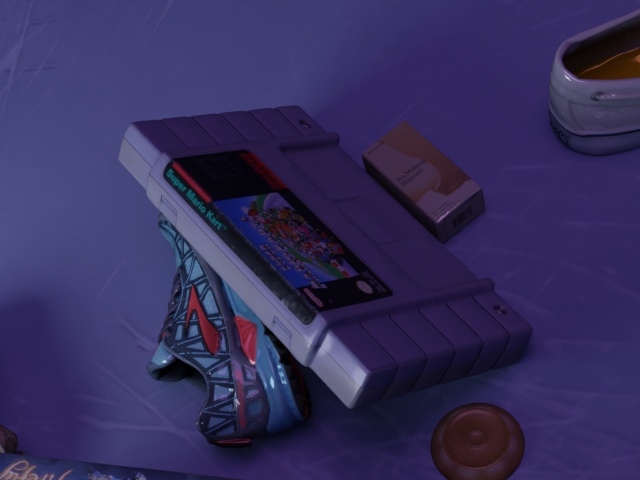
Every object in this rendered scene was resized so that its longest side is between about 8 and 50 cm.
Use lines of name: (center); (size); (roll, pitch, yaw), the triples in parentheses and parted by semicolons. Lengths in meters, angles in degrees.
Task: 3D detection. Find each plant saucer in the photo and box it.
plant saucer: (0.138, 0.177, 1.532); (0.083, 0.015, 0.083); (-5, 58, 8)

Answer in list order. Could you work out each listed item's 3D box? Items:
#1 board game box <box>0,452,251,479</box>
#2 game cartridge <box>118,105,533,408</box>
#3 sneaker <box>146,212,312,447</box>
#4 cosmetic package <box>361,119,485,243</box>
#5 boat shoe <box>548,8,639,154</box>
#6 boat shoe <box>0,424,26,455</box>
board game box: (-0.146, 0.241, 1.457); (0.243, 0.165, 0.042); (4, 59, 14)
game cartridge: (0.000, 0.000, 1.571); (0.230, 0.068, 0.355); (-6, 42, -48)
sneaker: (-0.112, 0.074, 1.594); (0.125, 0.104, 0.262); (-27, 56, -3)
cosmetic package: (0.099, -0.057, 1.671); (0.060, 0.041, 0.115); (-39, 60, -14)
boat shoe: (0.387, -0.207, 1.642); (0.367, 0.156, 0.135); (-16, 57, 1)
boat shoe: (-0.319, 0.194, 1.557); (0.098, 0.109, 0.302); (-21, 51, -2)
